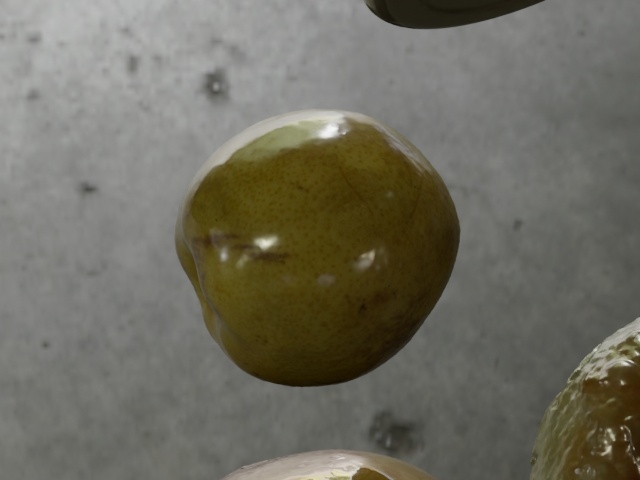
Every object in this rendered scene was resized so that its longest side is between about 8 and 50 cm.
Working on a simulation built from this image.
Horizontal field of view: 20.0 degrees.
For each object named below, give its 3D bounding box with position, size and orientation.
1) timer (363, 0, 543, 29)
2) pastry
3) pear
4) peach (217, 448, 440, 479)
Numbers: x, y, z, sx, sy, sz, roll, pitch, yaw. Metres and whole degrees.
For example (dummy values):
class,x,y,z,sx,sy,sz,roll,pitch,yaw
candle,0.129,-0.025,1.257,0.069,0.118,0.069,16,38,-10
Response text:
class,x,y,z,sx,sy,sz,roll,pitch,yaw
timer,0.048,-0.243,0.750,0.175,0.175,0.266,-19,76,-19
pastry,0.203,0.131,0.913,0.192,0.093,0.182,13,72,-16
pear,0.000,0.000,1.316,0.209,0.209,0.209,2,50,-3
peach,0.004,0.305,1.476,0.308,0.308,0.332,10,17,4
